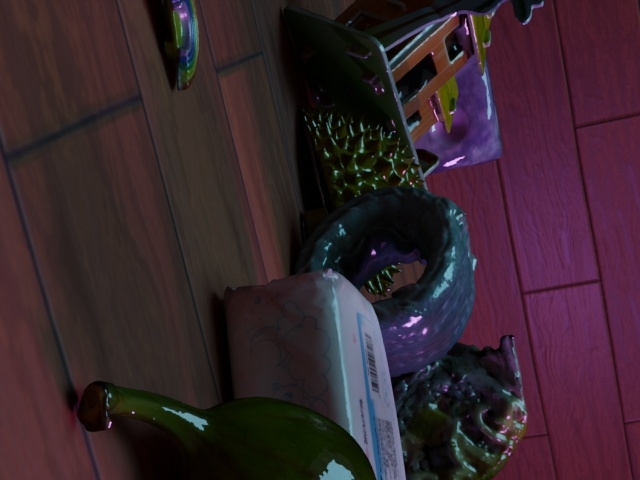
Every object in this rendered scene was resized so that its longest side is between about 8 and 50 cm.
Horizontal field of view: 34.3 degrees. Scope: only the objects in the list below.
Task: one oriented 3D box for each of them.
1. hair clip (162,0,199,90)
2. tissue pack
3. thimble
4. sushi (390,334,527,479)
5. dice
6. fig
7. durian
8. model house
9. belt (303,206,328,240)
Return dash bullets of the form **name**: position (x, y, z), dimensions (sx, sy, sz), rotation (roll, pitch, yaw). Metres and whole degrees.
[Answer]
- **hair clip**: position (-0.131, -0.225, 0.877), dimensions (0.060, 0.033, 0.188), rotation (-78, 156, -66)
- **tissue pack**: position (0.001, 0.178, 0.931), dimensions (0.201, 0.124, 0.271), rotation (49, 33, -71)
- **thimble**: position (0.088, 0.048, 1.248), dimensions (0.198, 0.235, 0.143), rotation (44, -13, 38)
- **sushi**: position (0.152, 0.230, 1.338), dimensions (0.184, 0.274, 0.139), rotation (48, -2, -4)
- **dice**: position (0.162, -0.246, 1.794), dimensions (0.270, 0.270, 0.271), rotation (-29, 109, -78)
- **fig**: position (-0.071, 0.155, 0.691), dimensions (0.259, 0.151, 0.151), rotation (41, 31, -28)
- **durian**: position (0.053, -0.038, 1.447), dimensions (0.172, 0.166, 0.306), rotation (-45, 124, -40)
- **model house**: position (0.192, -0.268, 1.507), dimensions (0.340, 0.323, 0.300), rotation (29, -25, 39)
- **belt**: position (0.000, 0.000, 1.345), dimensions (0.059, 0.036, 0.083), rotation (-69, 148, -82)
